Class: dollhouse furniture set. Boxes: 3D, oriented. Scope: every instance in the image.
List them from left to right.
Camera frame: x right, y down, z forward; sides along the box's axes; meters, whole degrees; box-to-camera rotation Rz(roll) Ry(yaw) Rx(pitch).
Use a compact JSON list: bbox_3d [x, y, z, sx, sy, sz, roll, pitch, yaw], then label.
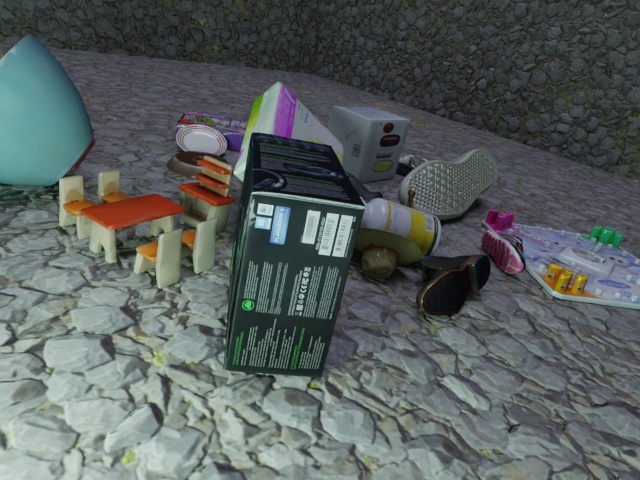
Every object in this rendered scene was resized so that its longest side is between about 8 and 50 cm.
[{"bbox_3d":[-0.277,-0.062,0.872,0.262,0.135,0.259,25,27,26],"label":"dollhouse furniture set"}]

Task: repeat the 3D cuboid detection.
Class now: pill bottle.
[{"bbox_3d":[0.139,-0.026,1.002,0.184,0.103,0.103,16,22,-15],"label":"pill bottle"}]

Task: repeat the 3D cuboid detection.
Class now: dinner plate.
[{"bbox_3d":[-0.338,-0.279,1.425,0.141,0.017,0.141,11,48,-12],"label":"dinner plate"}]

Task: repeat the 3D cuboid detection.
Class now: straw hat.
[{"bbox_3d":[0.109,0.036,0.926,0.145,0.144,0.061,16,67,9],"label":"straw hat"}]

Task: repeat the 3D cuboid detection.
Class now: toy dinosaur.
[{"bbox_3d":[0.210,-0.032,1.114,0.053,0.183,0.092,-11,-15,-1],"label":"toy dinosaur"}]

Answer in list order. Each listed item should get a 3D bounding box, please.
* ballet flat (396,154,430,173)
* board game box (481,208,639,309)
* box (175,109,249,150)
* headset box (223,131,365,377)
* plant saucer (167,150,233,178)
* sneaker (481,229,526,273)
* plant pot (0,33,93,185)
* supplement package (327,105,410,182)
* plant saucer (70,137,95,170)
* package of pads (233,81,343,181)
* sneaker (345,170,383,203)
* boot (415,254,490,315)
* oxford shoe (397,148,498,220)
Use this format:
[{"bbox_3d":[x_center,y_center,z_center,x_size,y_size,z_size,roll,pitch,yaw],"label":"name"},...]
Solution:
[{"bbox_3d":[0.309,-0.240,1.628,0.203,0.074,0.074,24,26,25],"label":"ballet flat"},{"bbox_3d":[0.643,0.038,1.200,0.391,0.050,0.390,8,25,-10],"label":"board game box"},{"bbox_3d":[-0.292,-0.342,1.577,0.294,0.057,0.201,8,24,-10],"label":"box"},{"bbox_3d":[-0.052,0.002,0.704,0.131,0.246,0.283,8,25,-11],"label":"headset box"},{"bbox_3d":[-0.308,-0.198,1.292,0.169,0.029,0.168,11,25,-5],"label":"plant saucer"},{"bbox_3d":[0.423,0.023,1.110,0.075,0.063,0.170,3,20,-6],"label":"sneaker"},{"bbox_3d":[-0.567,-0.217,0.968,0.195,0.290,0.290,42,7,-32],"label":"plant pot"},{"bbox_3d":[0.133,-0.291,1.502,0.149,0.194,0.203,31,31,34],"label":"supplement package"},{"bbox_3d":[-0.691,-0.240,1.178,0.259,0.047,0.258,4,25,-15],"label":"plant saucer"},{"bbox_3d":[-0.051,-0.175,1.064,0.229,0.101,0.296,40,34,-30],"label":"package of pads"},{"bbox_3d":[0.098,-0.100,1.217,0.106,0.078,0.234,8,28,-17],"label":"sneaker"},{"bbox_3d":[0.212,0.077,0.909,0.106,0.082,0.219,5,17,45],"label":"boot"},{"bbox_3d":[0.344,-0.147,1.391,0.130,0.169,0.449,-22,3,46],"label":"oxford shoe"}]
